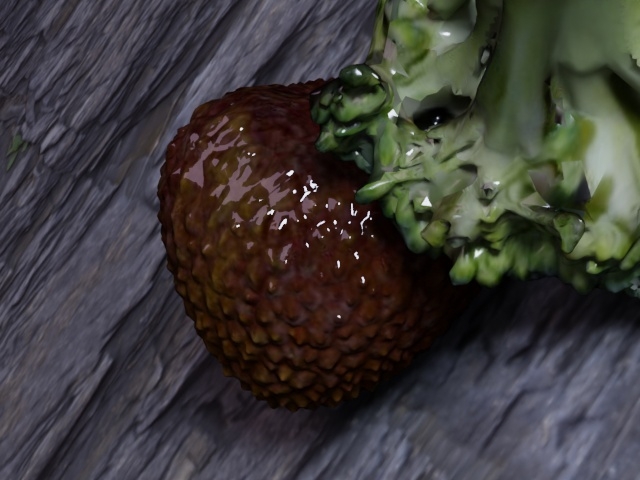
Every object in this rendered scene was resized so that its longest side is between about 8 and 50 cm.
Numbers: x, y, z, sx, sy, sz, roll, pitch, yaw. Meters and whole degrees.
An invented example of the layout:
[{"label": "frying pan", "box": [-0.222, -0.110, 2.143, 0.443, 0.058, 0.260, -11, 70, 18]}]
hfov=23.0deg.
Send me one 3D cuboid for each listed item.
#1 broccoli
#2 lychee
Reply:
[{"label": "broccoli", "box": [0.111, -0.083, 0.692, 0.247, 0.243, 0.263, -15, 63, 5]}, {"label": "lychee", "box": [0.005, -0.004, 0.869, 0.194, 0.194, 0.194, -36, 35, 31]}]
